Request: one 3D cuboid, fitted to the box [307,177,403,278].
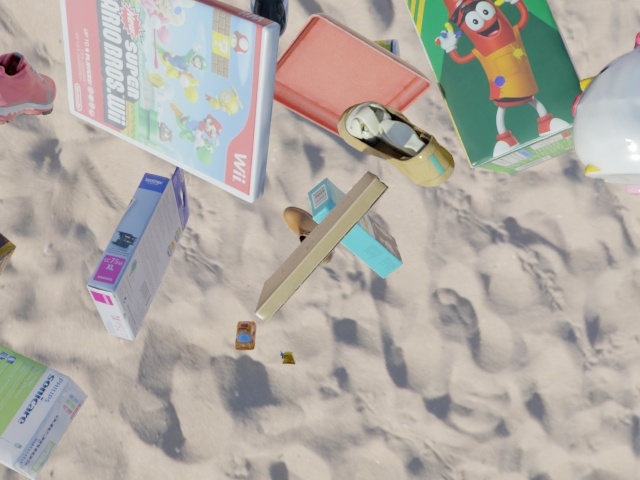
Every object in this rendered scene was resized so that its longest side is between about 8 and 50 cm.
[{"bbox_3d":[0.078,-0.025,1.605,0.060,0.100,0.244,-38,124,19],"label":"box"}]

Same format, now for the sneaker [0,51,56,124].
[{"bbox_3d":[-0.662,-0.352,1.622,0.116,0.314,0.136,24,110,-3],"label":"sneaker"}]

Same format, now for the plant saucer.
[{"bbox_3d":[0.042,-0.310,1.404,0.259,0.258,0.047,25,59,-19],"label":"plant saucer"}]

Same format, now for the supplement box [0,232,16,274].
[{"bbox_3d":[-0.842,0.035,1.652,0.194,0.129,0.191,41,38,-5],"label":"supplement box"}]

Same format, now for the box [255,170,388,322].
[{"bbox_3d":[0.000,0.000,0.867,0.021,0.164,0.201,41,96,-6],"label":"box"}]

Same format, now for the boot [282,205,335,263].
[{"bbox_3d":[-0.041,-0.017,1.957,0.197,0.152,0.073,43,103,7],"label":"boot"}]

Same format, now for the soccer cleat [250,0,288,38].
[{"bbox_3d":[-0.130,-0.669,1.844,0.116,0.143,0.331,4,105,-8],"label":"soccer cleat"}]

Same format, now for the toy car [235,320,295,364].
[{"bbox_3d":[-0.093,0.165,1.241,0.122,0.040,0.060,13,51,13],"label":"toy car"}]

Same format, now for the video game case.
[{"bbox_3d":[-0.174,-0.182,0.801,0.025,0.285,0.204,-41,149,-45],"label":"video game case"}]

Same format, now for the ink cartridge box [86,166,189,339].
[{"bbox_3d":[-0.333,0.011,1.385,0.065,0.185,0.311,15,57,8],"label":"ink cartridge box"}]

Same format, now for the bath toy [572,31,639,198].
[{"bbox_3d":[0.330,-0.101,0.712,0.348,0.152,0.128,8,87,-54],"label":"bath toy"}]

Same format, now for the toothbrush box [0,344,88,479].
[{"bbox_3d":[-0.683,0.346,1.557,0.283,0.122,0.206,19,62,16],"label":"toothbrush box"}]

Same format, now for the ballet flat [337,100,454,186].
[{"bbox_3d":[0.090,-0.149,0.986,0.080,0.232,0.073,-49,136,-4],"label":"ballet flat"}]

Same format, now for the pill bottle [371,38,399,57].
[{"bbox_3d":[0.121,-0.427,1.682,0.117,0.065,0.065,0,95,14],"label":"pill bottle"}]

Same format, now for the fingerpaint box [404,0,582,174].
[{"bbox_3d":[0.258,-0.297,1.062,0.163,0.445,0.370,-22,85,20],"label":"fingerpaint box"}]
